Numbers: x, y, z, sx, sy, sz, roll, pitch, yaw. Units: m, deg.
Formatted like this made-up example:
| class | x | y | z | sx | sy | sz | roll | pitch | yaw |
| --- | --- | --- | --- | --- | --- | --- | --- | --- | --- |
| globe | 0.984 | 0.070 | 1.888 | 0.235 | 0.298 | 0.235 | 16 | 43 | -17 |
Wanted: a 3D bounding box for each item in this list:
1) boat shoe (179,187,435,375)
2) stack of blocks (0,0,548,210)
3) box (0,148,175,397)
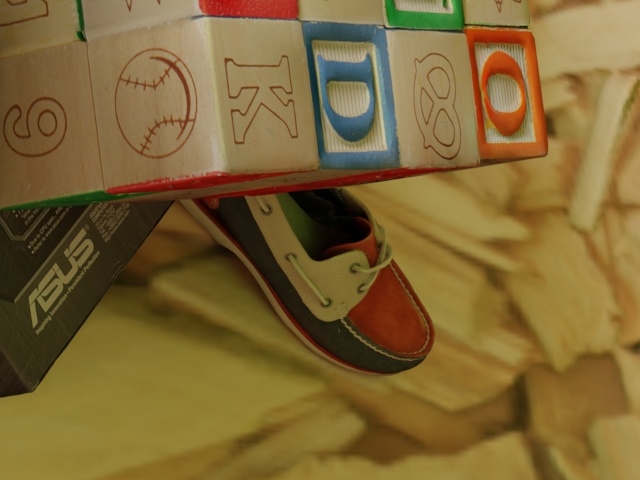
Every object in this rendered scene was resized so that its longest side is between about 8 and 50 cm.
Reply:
| class | x | y | z | sx | sy | sz | roll | pitch | yaw |
| --- | --- | --- | --- | --- | --- | --- | --- | --- | --- |
| boat shoe | 0.000 | 0.000 | 0.714 | 0.137 | 0.043 | 0.049 | 46 | 46 | -25 |
| stack of blocks | -0.026 | -0.163 | 0.599 | 0.171 | 0.087 | 0.297 | -7 | 89 | -53 |
| box | -0.097 | -0.092 | 0.616 | 0.183 | 0.056 | 0.231 | 59 | 43 | -28 |
